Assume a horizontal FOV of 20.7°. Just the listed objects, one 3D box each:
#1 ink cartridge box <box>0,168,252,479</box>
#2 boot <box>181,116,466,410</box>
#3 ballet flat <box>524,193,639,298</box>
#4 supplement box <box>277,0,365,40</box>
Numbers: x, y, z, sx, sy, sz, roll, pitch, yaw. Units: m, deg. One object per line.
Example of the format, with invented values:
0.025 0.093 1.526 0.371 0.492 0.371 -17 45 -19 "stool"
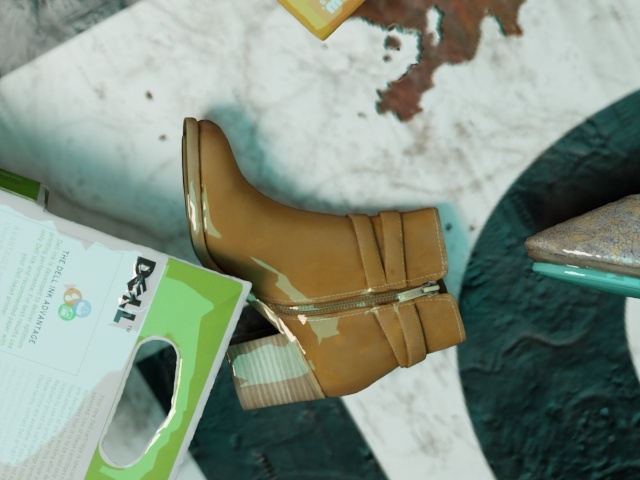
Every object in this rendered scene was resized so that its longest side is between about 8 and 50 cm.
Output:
-0.196 0.059 1.054 0.255 0.097 0.189 20 96 -12 "ink cartridge box"
0.000 0.000 1.086 0.152 0.073 0.197 -16 106 -1 "boot"
0.282 0.004 1.072 0.316 0.107 0.106 14 86 -8 "ballet flat"
-0.053 -0.225 1.012 0.233 0.080 0.078 42 105 -12 "supplement box"
